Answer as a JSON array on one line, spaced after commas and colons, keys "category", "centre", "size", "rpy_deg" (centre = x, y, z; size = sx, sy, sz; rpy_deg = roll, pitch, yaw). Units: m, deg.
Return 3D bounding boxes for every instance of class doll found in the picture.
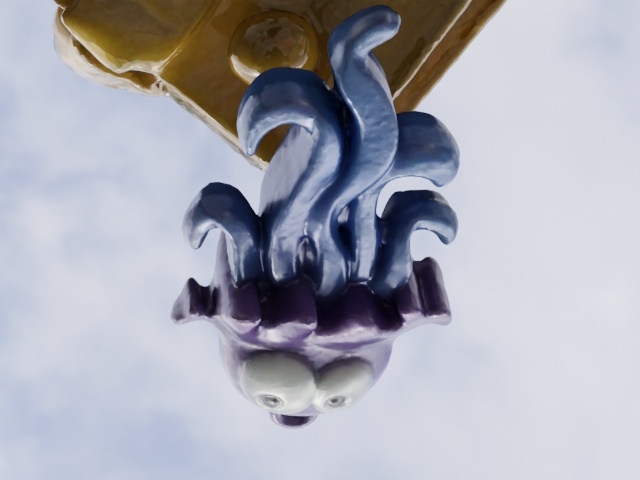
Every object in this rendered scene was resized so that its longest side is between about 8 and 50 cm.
[{"category": "doll", "centre": [0.000, 0.000, 0.651], "size": [0.110, 0.206, 0.067], "rpy_deg": [1, -140, -7]}]

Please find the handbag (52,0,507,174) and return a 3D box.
[{"category": "handbag", "centre": [-0.076, -0.227, 0.717], "size": [0.401, 0.133, 0.283], "rpy_deg": [39, -85, 0]}]
